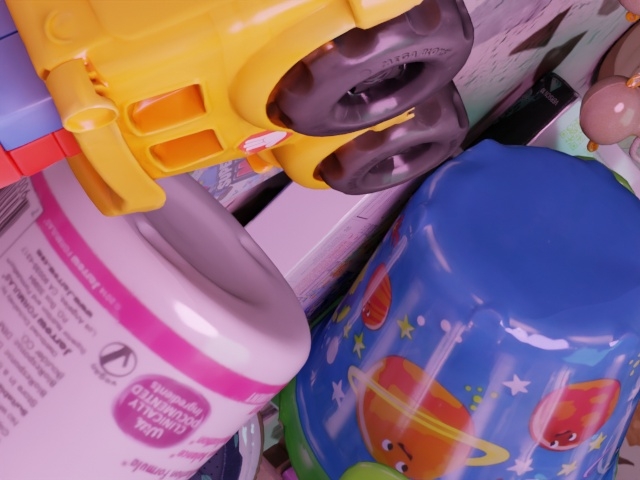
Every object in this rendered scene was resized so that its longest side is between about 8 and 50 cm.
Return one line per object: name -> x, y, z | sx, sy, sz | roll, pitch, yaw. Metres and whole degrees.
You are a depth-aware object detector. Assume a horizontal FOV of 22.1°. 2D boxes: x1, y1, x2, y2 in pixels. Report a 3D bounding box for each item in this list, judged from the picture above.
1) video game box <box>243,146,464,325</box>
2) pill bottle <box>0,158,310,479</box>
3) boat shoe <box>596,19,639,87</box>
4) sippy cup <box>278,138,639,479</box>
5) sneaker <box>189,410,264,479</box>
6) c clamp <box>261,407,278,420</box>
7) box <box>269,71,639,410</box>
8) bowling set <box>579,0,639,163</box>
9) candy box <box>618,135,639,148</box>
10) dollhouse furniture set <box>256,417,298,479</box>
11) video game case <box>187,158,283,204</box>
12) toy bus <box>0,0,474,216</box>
video game box -> 0.000, 0.000, 1.054 | 0.205, 0.048, 0.187 | -44, 166, 9
pill bottle -> -0.154, 0.093, 0.789 | 0.283, 0.160, 0.160 | -45, 162, 13
boat shoe -> 0.376, -0.185, 1.254 | 0.342, 0.123, 0.123 | -39, 146, 2
sippy cup -> 0.111, 0.065, 1.047 | 0.240, 0.305, 0.224 | 5, 138, -15
sneaker -> -0.155, 0.199, 1.148 | 0.153, 0.099, 0.282 | -23, 158, -48
c clamp -> 0.007, 0.093, 1.356 | 0.137, 0.022, 0.160 | -32, 161, -26
box -> 0.130, 0.060, 1.258 | 0.322, 0.058, 0.232 | -43, 120, 4
bowling set -> 0.250, -0.196, 1.041 | 0.154, 0.200, 0.287 | 13, 134, -15
candy box -> 0.327, -0.158, 1.410 | 0.206, 0.027, 0.105 | -49, 161, 25
dollhouse furniture set -> 0.133, 0.126, 1.366 | 0.286, 0.198, 0.303 | -31, 160, -46
video game case -> -0.040, -0.061, 0.902 | 0.166, 0.015, 0.119 | -30, 160, -30
toy bus -> -0.061, -0.075, 0.641 | 0.211, 0.149, 0.220 | -27, 164, -2
